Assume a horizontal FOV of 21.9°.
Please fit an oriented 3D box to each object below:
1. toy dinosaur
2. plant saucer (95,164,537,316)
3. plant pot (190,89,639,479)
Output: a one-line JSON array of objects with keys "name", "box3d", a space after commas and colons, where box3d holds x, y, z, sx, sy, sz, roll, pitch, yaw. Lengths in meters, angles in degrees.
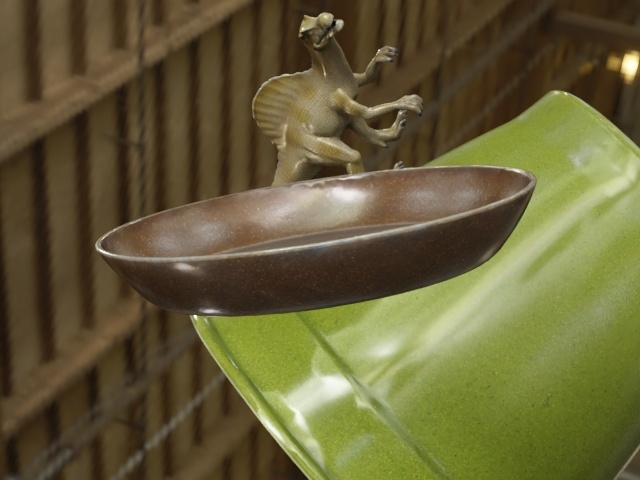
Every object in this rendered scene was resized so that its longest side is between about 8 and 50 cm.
[{"name": "toy dinosaur", "box3d": [0.003, -0.062, 0.958, 0.053, 0.093, 0.183, -88, 13, -51]}, {"name": "plant saucer", "box3d": [0.000, 0.000, 0.630, 0.168, 0.168, 0.029, -25, -72, -62]}, {"name": "plant pot", "box3d": [0.146, 0.076, 1.359, 0.353, 0.366, 0.366, -41, -25, 1]}]
